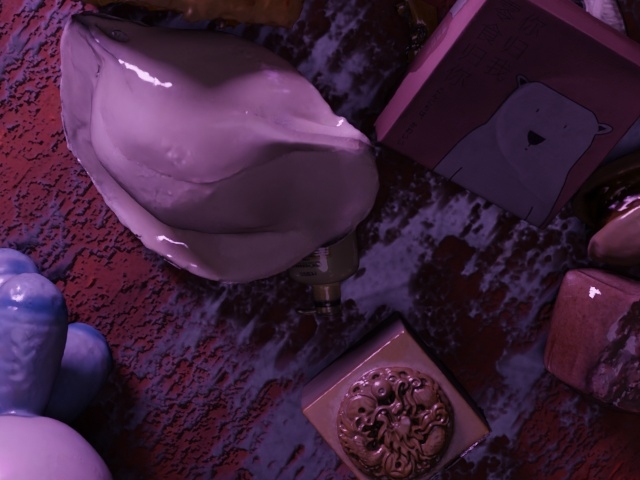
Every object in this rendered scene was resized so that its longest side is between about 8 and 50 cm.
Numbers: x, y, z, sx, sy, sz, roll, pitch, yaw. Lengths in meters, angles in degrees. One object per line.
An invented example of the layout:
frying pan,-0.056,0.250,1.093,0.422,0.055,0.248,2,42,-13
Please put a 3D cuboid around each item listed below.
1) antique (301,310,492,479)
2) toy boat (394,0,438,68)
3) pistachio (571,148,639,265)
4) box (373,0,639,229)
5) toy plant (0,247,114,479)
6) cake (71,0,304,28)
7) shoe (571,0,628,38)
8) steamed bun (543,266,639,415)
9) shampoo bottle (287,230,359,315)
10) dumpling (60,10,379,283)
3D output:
antique,0.079,0.182,1.538,0.147,0.148,0.152,-40,94,2
toy boat,0.102,-0.189,1.535,0.049,0.047,0.149,-2,106,6
pistachio,0.372,-0.038,1.533,0.206,0.131,0.129,-15,53,6
box,0.197,-0.150,1.468,0.215,0.086,0.215,27,121,-17
toy plant,-0.318,0.157,1.475,0.247,0.247,0.332,-7,64,0
cake,-0.165,-0.334,1.417,0.222,0.286,0.227,4,99,-36
shoe,0.232,-0.271,1.507,0.112,0.099,0.227,-30,99,9
steamed bun,0.330,0.113,1.553,0.175,0.106,0.145,14,97,-5
shampoo bottle,0.000,0.000,1.544,0.079,0.079,0.162,-8,98,0
dumpling,-0.116,-0.084,1.474,0.341,0.181,0.260,11,126,-4
